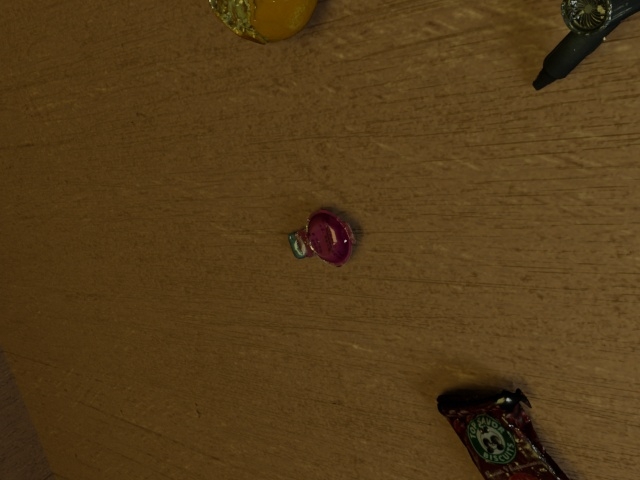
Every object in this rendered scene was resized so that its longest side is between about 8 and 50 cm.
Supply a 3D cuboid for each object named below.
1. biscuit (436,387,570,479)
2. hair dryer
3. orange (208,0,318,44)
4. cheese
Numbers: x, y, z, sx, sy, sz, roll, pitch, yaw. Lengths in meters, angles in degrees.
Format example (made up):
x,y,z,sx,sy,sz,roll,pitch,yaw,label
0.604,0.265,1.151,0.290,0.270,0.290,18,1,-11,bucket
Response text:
x,y,z,sx,sy,sz,roll,pitch,yaw,label
0.270,0.312,0.907,0.151,0.063,0.235,-35,85,43,biscuit
0.249,-0.194,0.620,0.050,0.173,0.195,55,148,9,hair dryer
-0.077,-0.332,0.819,0.154,0.134,0.155,12,111,35,orange
0.000,0.000,0.988,0.145,0.038,0.095,-13,102,48,cheese
